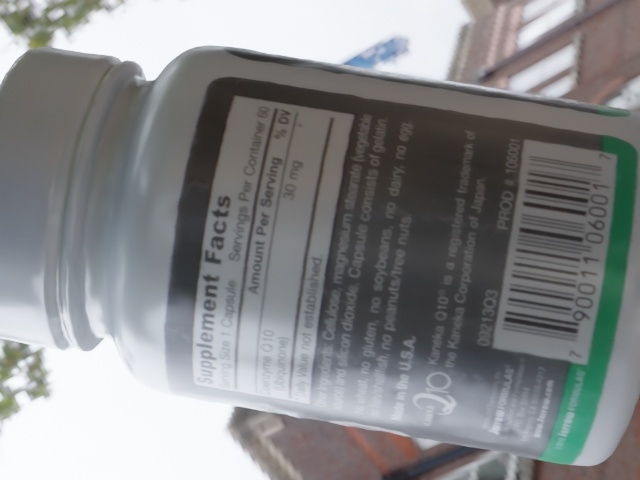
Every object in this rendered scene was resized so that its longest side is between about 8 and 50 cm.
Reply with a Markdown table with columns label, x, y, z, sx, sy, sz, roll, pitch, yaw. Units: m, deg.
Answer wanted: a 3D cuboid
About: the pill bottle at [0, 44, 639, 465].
| label | x | y | z | sx | sy | sz | roll | pitch | yaw |
| --- | --- | --- | --- | --- | --- | --- | --- | --- | --- |
| pill bottle | 0.000 | 0.000 | 0.802 | 0.204 | 0.361 | 0.204 | 10 | -90 | -85 |
